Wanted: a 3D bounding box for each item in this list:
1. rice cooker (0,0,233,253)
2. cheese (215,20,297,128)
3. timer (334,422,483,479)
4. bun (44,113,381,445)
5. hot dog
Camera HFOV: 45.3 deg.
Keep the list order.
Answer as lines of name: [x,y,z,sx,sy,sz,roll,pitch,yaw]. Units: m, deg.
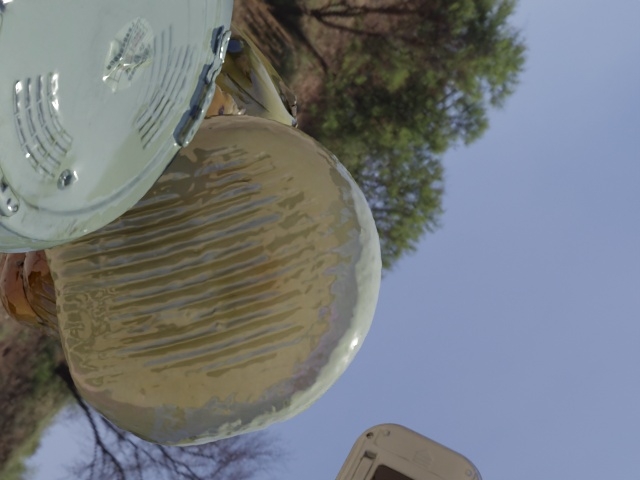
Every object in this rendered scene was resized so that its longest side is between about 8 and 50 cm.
rice cooker: [-0.264,-0.177,0.534,0.335,0.325,0.335,-56,164,-26]
cheese: [-0.166,-0.286,1.229,0.128,0.316,0.259,-38,-152,8]
timer: [0.158,0.466,1.389,0.237,0.262,0.087,-56,160,-33]
bun: [-0.116,0.036,0.813,0.361,0.361,0.213,-40,172,3]
hot dog: [-0.301,-0.039,1.061,0.367,0.196,0.365,-27,-144,54]
